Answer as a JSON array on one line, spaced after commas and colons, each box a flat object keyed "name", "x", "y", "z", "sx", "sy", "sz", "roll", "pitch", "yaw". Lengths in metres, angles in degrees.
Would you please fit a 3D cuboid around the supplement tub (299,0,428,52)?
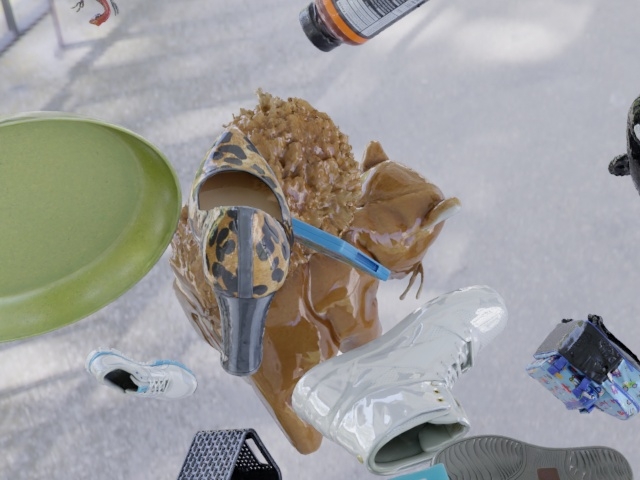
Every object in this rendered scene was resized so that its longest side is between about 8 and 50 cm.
[{"name": "supplement tub", "x": 0.066, "y": -0.329, "z": 1.584, "sx": 0.198, "sy": 0.106, "sz": 0.106, "roll": -29, "pitch": 36, "yaw": 32}]

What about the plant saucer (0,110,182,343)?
[{"name": "plant saucer", "x": -0.220, "y": -0.012, "z": 0.863, "sx": 0.241, "sy": 0.241, "sz": 0.037, "roll": -19, "pitch": 56, "yaw": -15}]

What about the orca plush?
[{"name": "orca plush", "x": 0.433, "y": -0.102, "z": 1.555, "sx": 0.102, "sy": 0.287, "sz": 0.151, "roll": 10, "pitch": 74, "yaw": 32}]

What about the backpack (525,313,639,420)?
[{"name": "backpack", "x": 0.414, "y": 0.206, "z": 1.785, "sx": 0.173, "sy": 0.158, "sz": 0.117, "roll": 42, "pitch": 80, "yaw": -1}]

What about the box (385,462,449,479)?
[{"name": "box", "x": 0.066, "y": 0.293, "z": 1.208, "sx": 0.100, "sy": 0.244, "sz": 0.060, "roll": -14, "pitch": 70, "yaw": -13}]

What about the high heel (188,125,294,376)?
[{"name": "high heel", "x": -0.063, "y": -0.042, "z": 0.989, "sx": 0.093, "sy": 0.186, "sz": 0.261, "roll": -1, "pitch": 52, "yaw": -7}]

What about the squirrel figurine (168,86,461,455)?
[{"name": "squirrel figurine", "x": 0.000, "y": 0.000, "z": 1.550, "sx": 0.370, "sy": 0.397, "sz": 0.281, "roll": -36, "pitch": 46, "yaw": -13}]

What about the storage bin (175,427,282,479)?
[{"name": "storage bin", "x": -0.129, "y": 0.347, "z": 1.558, "sx": 0.084, "sy": 0.122, "sz": 0.180, "roll": -7, "pitch": 40, "yaw": 26}]

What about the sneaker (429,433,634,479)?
[{"name": "sneaker", "x": 0.207, "y": 0.268, "z": 1.255, "sx": 0.222, "sy": 0.118, "sz": 0.083, "roll": 7, "pitch": 55, "yaw": -14}]

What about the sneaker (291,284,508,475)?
[{"name": "sneaker", "x": 0.134, "y": 0.165, "z": 1.344, "sx": 0.292, "sy": 0.108, "sz": 0.169, "roll": -28, "pitch": 39, "yaw": -23}]

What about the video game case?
[{"name": "video game case", "x": -0.003, "y": 0.000, "z": 1.223, "sx": 0.119, "sy": 0.166, "sz": 0.015, "roll": 25, "pitch": 87, "yaw": 22}]

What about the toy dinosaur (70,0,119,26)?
[{"name": "toy dinosaur", "x": -0.253, "y": -0.273, "z": 1.287, "sx": 0.047, "sy": 0.090, "sz": 0.082, "roll": -31, "pitch": 52, "yaw": -13}]

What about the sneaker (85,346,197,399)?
[{"name": "sneaker", "x": -0.288, "y": 0.233, "z": 1.941, "sx": 0.190, "sy": 0.071, "sz": 0.083, "roll": 14, "pitch": 14, "yaw": -25}]
